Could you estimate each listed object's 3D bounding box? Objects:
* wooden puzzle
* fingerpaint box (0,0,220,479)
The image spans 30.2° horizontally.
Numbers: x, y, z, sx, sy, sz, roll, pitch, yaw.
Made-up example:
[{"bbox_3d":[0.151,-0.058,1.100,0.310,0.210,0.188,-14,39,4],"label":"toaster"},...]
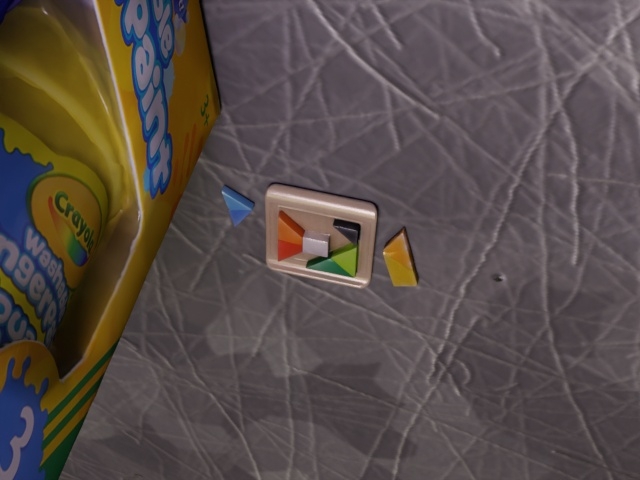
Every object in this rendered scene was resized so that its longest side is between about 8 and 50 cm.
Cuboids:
[{"bbox_3d":[0.000,0.000,0.710,0.116,0.014,0.078,8,139,13],"label":"wooden puzzle"},{"bbox_3d":[-0.185,-0.091,0.395,0.163,0.371,0.444,7,138,13],"label":"fingerpaint box"}]
